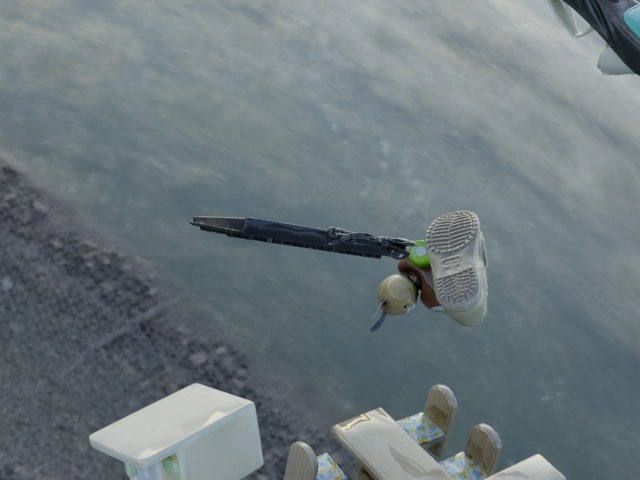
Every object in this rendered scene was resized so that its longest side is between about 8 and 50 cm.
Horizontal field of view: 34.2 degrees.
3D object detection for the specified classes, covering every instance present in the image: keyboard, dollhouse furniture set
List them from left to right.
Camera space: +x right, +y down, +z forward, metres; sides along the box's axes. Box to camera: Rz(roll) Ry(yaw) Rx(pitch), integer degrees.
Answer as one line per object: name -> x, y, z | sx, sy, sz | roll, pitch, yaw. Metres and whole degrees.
keyboard -> 0.000, 0.000, 1.405 | 0.202, 0.033, 0.317 | 2, -4, 43
dollhouse furniture set -> 0.114, 0.247, 1.090 | 0.212, 0.161, 0.242 | -15, 40, -34

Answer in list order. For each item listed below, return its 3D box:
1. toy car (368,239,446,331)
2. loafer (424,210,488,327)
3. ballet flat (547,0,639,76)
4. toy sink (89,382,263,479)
toy car -> 0.173, 0.116, 2.073 | 0.188, 0.155, 0.149 | -39, 69, -8
loafer -> 0.235, 0.049, 1.780 | 0.102, 0.092, 0.268 | -10, 36, 15
ballet flat -> 0.367, -0.274, 1.302 | 0.095, 0.096, 0.280 | -26, 70, -36
toy sink -> -0.233, 0.349, 1.696 | 0.153, 0.131, 0.234 | 9, 22, 43
